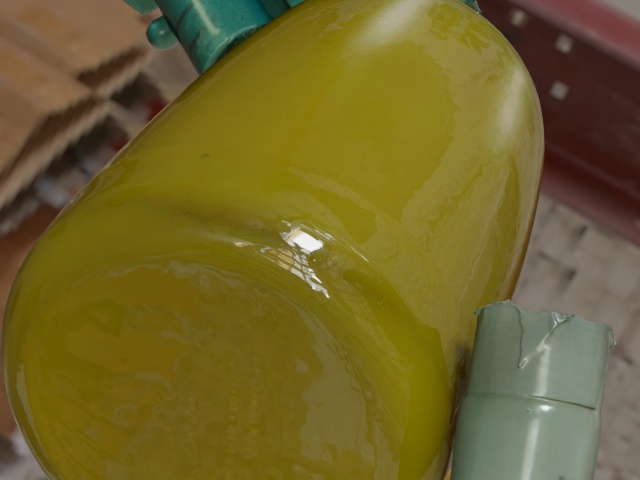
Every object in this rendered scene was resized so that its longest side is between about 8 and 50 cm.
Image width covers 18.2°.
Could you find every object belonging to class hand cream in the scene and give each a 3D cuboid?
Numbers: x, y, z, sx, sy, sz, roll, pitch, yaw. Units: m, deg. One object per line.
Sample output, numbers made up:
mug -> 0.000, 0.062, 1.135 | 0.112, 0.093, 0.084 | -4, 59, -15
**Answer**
hand cream -> 0.062, 0.125, 0.679 | 0.078, 0.050, 0.205 | 36, 62, -73

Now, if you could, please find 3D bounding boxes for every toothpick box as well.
toothpick box -> 0.000, 0.000, 0.823 | 0.175, 0.175, 0.271 | -66, 175, 34

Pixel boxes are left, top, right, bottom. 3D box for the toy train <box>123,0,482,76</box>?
toy train -> -0.032, -0.168, 1.212 | 0.194, 0.298, 0.120 | -32, 140, 1
